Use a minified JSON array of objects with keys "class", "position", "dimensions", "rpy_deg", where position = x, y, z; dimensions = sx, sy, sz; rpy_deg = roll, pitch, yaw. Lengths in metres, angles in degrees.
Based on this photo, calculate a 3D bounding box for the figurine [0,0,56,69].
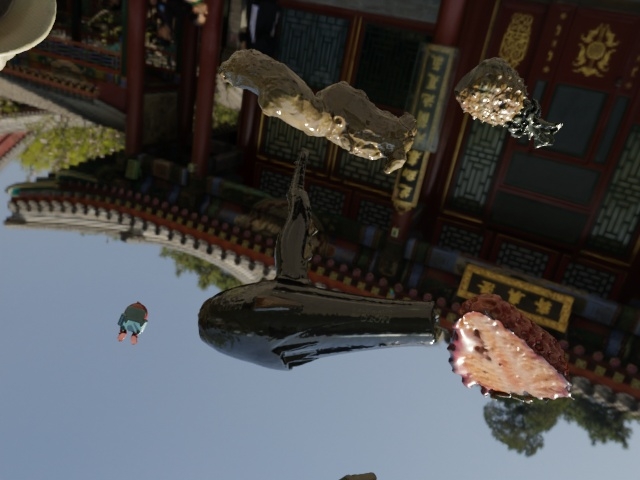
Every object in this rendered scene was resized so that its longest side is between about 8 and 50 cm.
[{"class":"figurine","position":[-0.407,-0.287,0.461],"dimensions":[0.204,0.332,0.185],"rpy_deg":[29,-110,40]}]

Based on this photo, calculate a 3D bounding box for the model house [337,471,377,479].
[{"class":"model house","position":[0.039,0.418,0.677],"dimensions":[0.188,0.229,0.122],"rpy_deg":[9,159,43]}]

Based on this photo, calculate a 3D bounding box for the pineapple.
[{"class":"pineapple","position":[0.332,-0.229,0.925],"dimensions":[0.197,0.108,0.108],"rpy_deg":[35,-161,-13]}]

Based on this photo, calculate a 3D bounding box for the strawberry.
[{"class":"strawberry","position":[0.380,0.215,1.132],"dimensions":[0.280,0.253,0.150],"rpy_deg":[41,-125,-7]}]

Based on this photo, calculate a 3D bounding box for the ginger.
[{"class":"ginger","position":[-0.001,-0.190,0.731],"dimensions":[0.290,0.122,0.084],"rpy_deg":[22,159,-8]}]

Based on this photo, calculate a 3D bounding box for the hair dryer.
[{"class":"hair dryer","position":[0.000,0.000,0.728],"dimensions":[0.303,0.120,0.360],"rpy_deg":[-6,-123,13]}]

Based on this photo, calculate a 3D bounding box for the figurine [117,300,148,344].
[{"class":"figurine","position":[-0.477,0.200,1.352],"dimensions":[0.068,0.075,0.140],"rpy_deg":[20,-167,-18]}]
